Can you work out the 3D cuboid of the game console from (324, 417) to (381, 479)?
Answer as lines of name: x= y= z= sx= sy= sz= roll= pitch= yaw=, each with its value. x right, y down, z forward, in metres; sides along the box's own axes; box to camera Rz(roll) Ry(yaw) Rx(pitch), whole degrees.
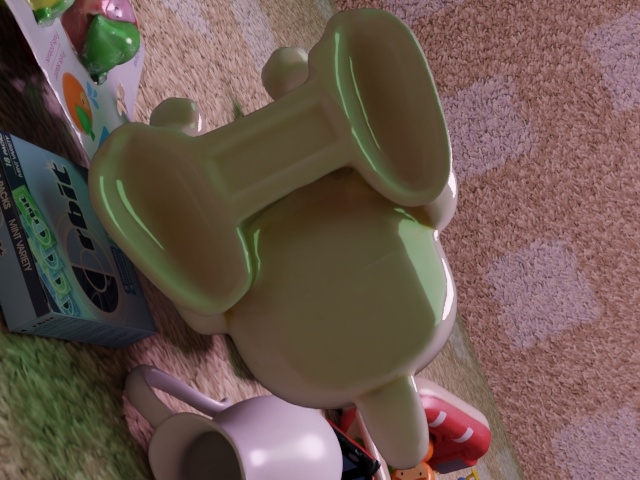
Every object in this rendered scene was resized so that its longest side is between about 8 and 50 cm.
game console: x=0.006 y=0.272 z=1.276 sx=0.124 sy=0.085 sz=0.144 roll=39 pitch=-23 yaw=-3

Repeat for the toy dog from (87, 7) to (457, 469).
toy dog: x=0.000 y=0.000 z=1.087 sx=0.395 sy=0.284 sz=0.408 roll=53 pitch=-4 yaw=-2

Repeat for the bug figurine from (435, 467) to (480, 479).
bug figurine: x=0.203 y=0.365 z=1.976 sx=0.279 sy=0.072 sz=0.216 roll=50 pitch=14 yaw=-40

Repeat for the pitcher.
pitcher: x=-0.077 y=0.183 z=1.033 sx=0.178 sy=0.125 sz=0.207 roll=53 pitch=16 yaw=22

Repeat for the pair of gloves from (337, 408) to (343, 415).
pair of gloves: x=0.025 y=0.214 z=1.635 sx=0.074 sy=0.010 sz=0.083 roll=51 pitch=21 yaw=-53

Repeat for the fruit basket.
fruit basket: x=-0.232 y=-0.259 z=1.038 sx=0.327 sy=0.165 sz=0.353 roll=-95 pitch=159 yaw=-56

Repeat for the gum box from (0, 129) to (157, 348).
gum box: x=-0.211 y=0.004 z=0.933 sx=0.157 sy=0.041 sz=0.184 roll=69 pitch=11 yaw=14

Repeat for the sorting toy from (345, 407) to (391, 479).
sorting toy: x=0.051 y=0.317 z=1.353 sx=0.208 sy=0.038 sz=0.193 roll=105 pitch=-28 yaw=-58

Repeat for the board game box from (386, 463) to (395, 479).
board game box: x=0.122 y=0.335 z=1.746 sx=0.181 sy=0.043 sz=0.092 roll=62 pitch=12 yaw=-19

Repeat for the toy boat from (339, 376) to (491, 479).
toy boat: x=0.128 y=0.287 z=1.579 sx=0.231 sy=0.151 sz=0.151 roll=33 pitch=47 yaw=-35
